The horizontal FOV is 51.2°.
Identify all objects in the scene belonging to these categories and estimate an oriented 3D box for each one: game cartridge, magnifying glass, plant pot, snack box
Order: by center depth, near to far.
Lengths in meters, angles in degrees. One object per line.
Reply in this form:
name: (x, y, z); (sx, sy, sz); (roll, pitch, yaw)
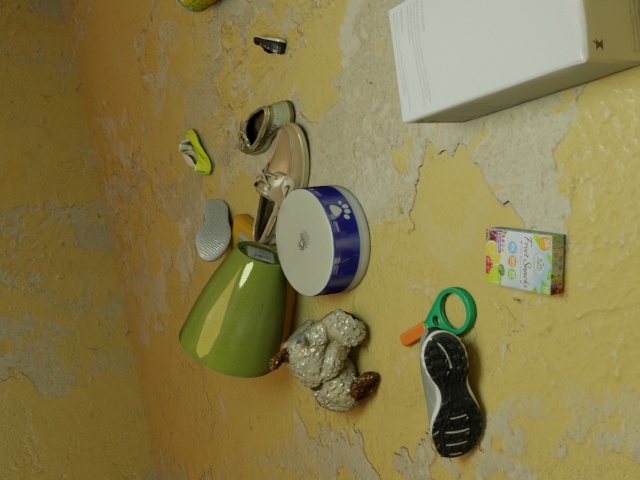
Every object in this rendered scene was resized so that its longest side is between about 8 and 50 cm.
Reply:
snack box: (0.347, 0.032, 1.144); (0.141, 0.037, 0.100); (12, 107, 55)
magnifying glass: (0.234, 0.166, 1.360); (0.231, 0.026, 0.092); (-43, 61, 49)
plant pot: (-0.198, 0.162, 1.762); (0.275, 0.275, 0.293); (41, 117, 46)
game cartridge: (-0.176, 0.110, 1.953); (0.324, 0.053, 0.285); (37, 126, 49)

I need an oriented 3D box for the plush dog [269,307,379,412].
plush dog: (0.014, 0.315, 1.603); (0.225, 0.211, 0.262); (54, 147, -3)

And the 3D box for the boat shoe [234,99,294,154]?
boat shoe: (-0.174, -0.312, 1.835); (0.285, 0.089, 0.104); (-28, 73, 56)

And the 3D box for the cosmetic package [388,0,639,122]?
cosmetic package: (0.291, -0.329, 1.059); (0.385, 0.156, 0.217); (-5, 92, 56)

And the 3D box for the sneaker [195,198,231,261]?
sneaker: (-0.331, 0.011, 2.085); (0.282, 0.102, 0.161); (-89, 10, -54)

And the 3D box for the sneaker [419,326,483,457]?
sneaker: (0.249, 0.295, 1.308); (0.108, 0.100, 0.271); (-112, 13, -80)

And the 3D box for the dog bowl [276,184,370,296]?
dog bowl: (0.000, 0.000, 1.612); (0.265, 0.104, 0.264); (15, 108, 56)

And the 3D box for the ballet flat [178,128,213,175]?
ballet flat: (-0.434, -0.302, 2.249); (0.231, 0.077, 0.077); (56, 139, 35)

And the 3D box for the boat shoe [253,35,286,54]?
boat shoe: (-0.141, -0.521, 1.782); (0.133, 0.049, 0.042); (28, 111, 47)

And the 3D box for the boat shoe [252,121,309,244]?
boat shoe: (-0.111, -0.140, 1.751); (0.122, 0.110, 0.341); (35, 125, 49)

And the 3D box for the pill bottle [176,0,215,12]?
pill bottle: (-0.331, -0.766, 1.949); (0.246, 0.136, 0.136); (0, 96, 57)
